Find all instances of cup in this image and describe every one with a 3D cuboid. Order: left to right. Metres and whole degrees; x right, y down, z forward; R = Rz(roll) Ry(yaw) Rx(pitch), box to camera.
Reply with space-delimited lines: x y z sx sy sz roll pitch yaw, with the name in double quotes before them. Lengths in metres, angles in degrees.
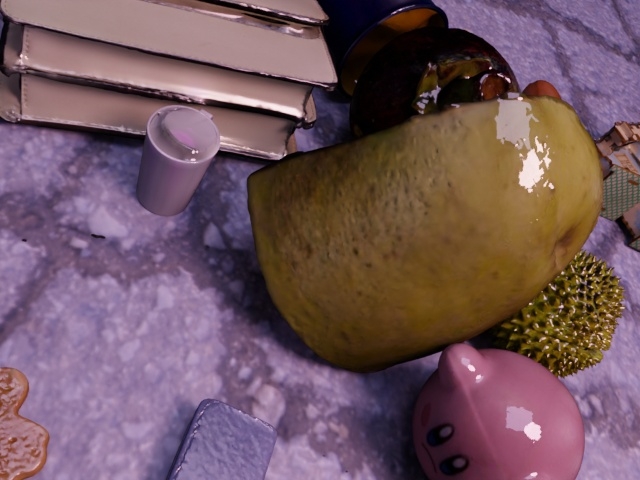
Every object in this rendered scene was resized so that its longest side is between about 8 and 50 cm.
"cup" -0.152 -0.093 0.676 0.074 0.116 0.104 29 51 -6
"cup" 0.058 -0.349 0.966 0.178 0.255 0.256 -28 67 1

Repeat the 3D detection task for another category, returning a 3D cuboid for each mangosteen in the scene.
"mangosteen" 0.157 -0.170 0.783 0.231 0.289 0.231 1 81 -8

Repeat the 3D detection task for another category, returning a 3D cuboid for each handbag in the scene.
"handbag" -0.178 -0.246 0.743 0.358 0.160 0.237 6 49 -24

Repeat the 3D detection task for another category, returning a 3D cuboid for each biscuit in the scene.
"biscuit" -0.307 0.143 0.493 0.184 0.027 0.133 33 50 -2

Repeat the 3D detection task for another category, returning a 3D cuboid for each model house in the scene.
"model house" 0.569 -0.083 1.012 0.271 0.178 0.206 -5 62 -33

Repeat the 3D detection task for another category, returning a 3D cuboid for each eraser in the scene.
"eraser" -0.105 0.249 0.518 0.082 0.036 0.225 26 51 -9

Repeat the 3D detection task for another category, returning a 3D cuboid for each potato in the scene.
"potato" 0.143 0.008 0.624 0.330 0.280 0.213 7 69 -42

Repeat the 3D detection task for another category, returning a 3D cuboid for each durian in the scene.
"durian" 0.278 0.071 0.758 0.146 0.159 0.198 31 49 -12

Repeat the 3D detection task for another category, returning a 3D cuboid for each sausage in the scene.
"sausage" 0.381 -0.187 1.046 0.076 0.076 0.197 15 54 -18

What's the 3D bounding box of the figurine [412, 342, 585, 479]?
"figurine" 0.173 0.190 0.619 0.173 0.173 0.173 14 53 -19
